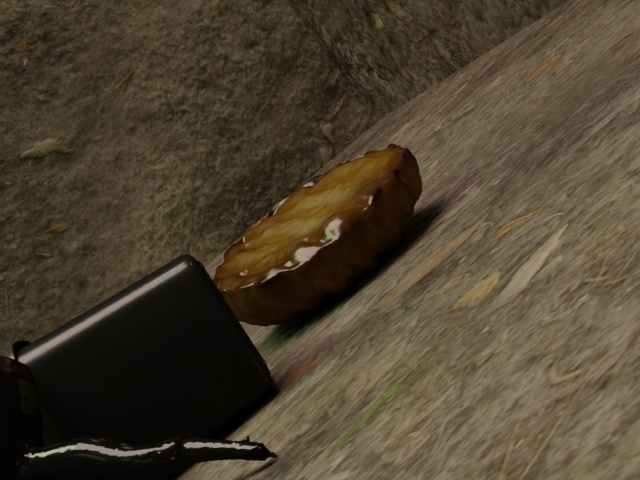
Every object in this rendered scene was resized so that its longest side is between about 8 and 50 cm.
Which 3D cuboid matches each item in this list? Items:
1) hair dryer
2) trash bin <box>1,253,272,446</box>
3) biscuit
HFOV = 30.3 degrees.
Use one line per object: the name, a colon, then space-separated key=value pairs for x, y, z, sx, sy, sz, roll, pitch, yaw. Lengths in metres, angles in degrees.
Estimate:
hair dryer: x=-0.208 y=0.233 z=1.035 sx=0.359 sy=0.120 sz=0.304 roll=-10 pitch=58 yaw=19
trash bin: x=-0.212 y=0.160 z=1.261 sx=0.290 sy=0.209 sz=0.182 roll=-33 pitch=1 yaw=-5
biscuit: x=0.000 y=0.000 z=1.552 sx=0.325 sy=0.107 sz=0.326 roll=-33 pitch=17 yaw=12
